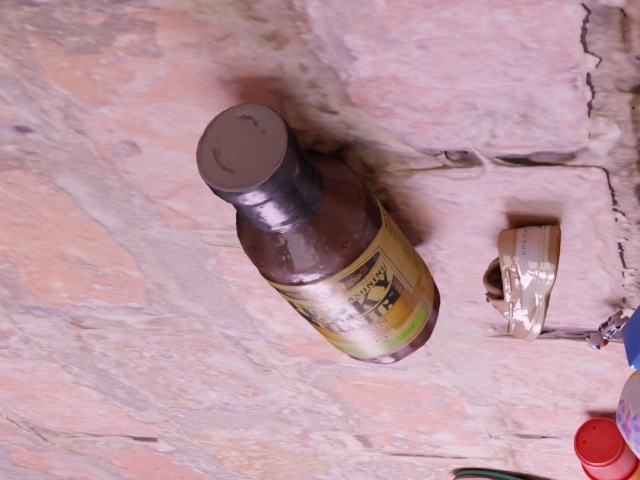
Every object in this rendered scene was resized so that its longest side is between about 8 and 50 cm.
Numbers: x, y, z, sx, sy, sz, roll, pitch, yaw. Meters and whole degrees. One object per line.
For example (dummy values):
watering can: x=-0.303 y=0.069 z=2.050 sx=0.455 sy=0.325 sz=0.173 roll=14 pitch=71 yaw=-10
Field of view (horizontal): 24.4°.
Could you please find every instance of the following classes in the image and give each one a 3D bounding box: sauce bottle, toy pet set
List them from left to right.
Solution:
sauce bottle: x=0.000 y=0.000 z=1.156 sx=0.111 sy=0.111 sz=0.344 roll=-2 pitch=158 yaw=22
toy pet set: x=0.300 y=0.115 z=1.356 sx=0.122 sy=0.065 sz=0.114 roll=43 pitch=140 yaw=16

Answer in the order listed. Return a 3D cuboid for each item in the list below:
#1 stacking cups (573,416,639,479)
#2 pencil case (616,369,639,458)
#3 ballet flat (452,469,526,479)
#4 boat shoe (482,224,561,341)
stacking cups: x=0.390 y=0.299 z=1.847 sx=0.096 sy=0.096 sz=0.316 roll=-2 pitch=157 yaw=22
pencil case: x=0.407 y=0.147 z=1.415 sx=0.124 sy=0.113 sz=0.273 roll=-11 pitch=169 yaw=-31
ballet flat: x=0.352 y=0.437 z=2.164 sx=0.400 sy=0.139 sz=0.139 roll=21 pitch=155 yaw=-32
boat shoe: x=0.169 y=0.034 z=1.269 sx=0.059 sy=0.063 sz=0.170 roll=7 pitch=150 yaw=5
